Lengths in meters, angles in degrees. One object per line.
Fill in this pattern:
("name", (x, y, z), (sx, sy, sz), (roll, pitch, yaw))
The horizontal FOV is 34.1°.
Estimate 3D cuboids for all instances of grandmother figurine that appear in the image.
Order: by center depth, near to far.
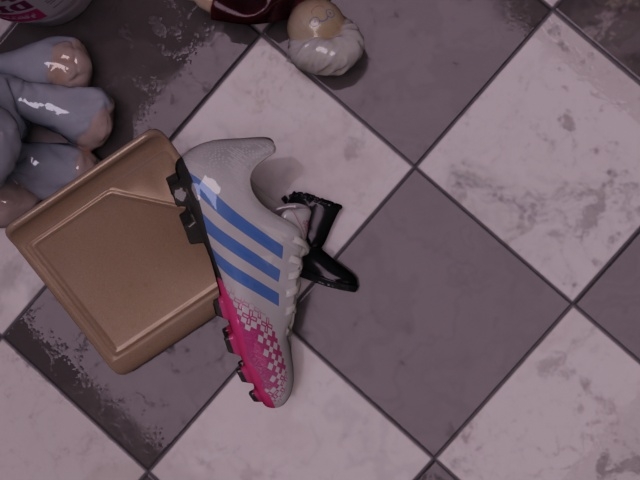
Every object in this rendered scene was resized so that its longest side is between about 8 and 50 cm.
("grandmother figurine", (-0.071, -0.336, 1.235), (0.208, 0.104, 0.342), (-36, 86, -2))

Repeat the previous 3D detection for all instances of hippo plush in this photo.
("hippo plush", (-0.384, -0.160, 1.195), (0.234, 0.236, 0.294), (-38, 86, 4))

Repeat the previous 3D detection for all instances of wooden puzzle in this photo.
("wooden puzzle", (-0.217, 0.016, 1.245), (0.221, 0.044, 0.239), (-33, 110, 4))

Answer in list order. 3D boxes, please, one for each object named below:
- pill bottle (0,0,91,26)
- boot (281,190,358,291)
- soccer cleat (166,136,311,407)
("pill bottle", (-0.354, -0.336, 1.170), (0.160, 0.283, 0.160), (0, 89, 6))
("boot", (0.000, 0.000, 1.254), (0.121, 0.045, 0.099), (19, 92, 9))
("soccer cleat", (-0.061, 0.038, 1.190), (0.143, 0.116, 0.331), (-20, 112, -6))
